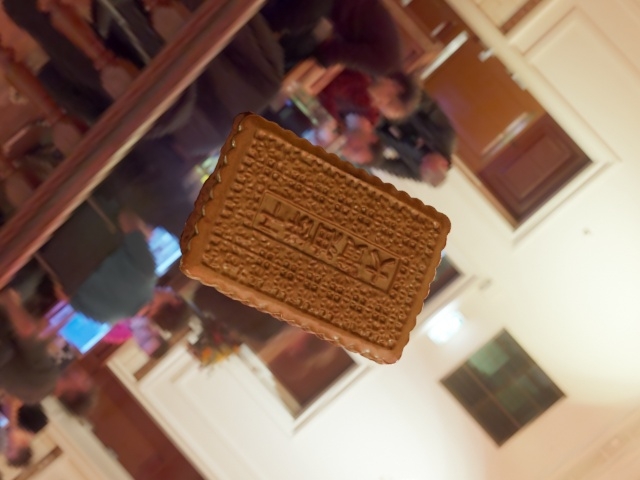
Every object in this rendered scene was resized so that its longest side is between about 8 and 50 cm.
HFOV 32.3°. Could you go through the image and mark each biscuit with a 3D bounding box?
[{"bbox_3d":[0.000,0.000,1.068,0.029,0.255,0.172,-2,-116,67],"label":"biscuit"}]
